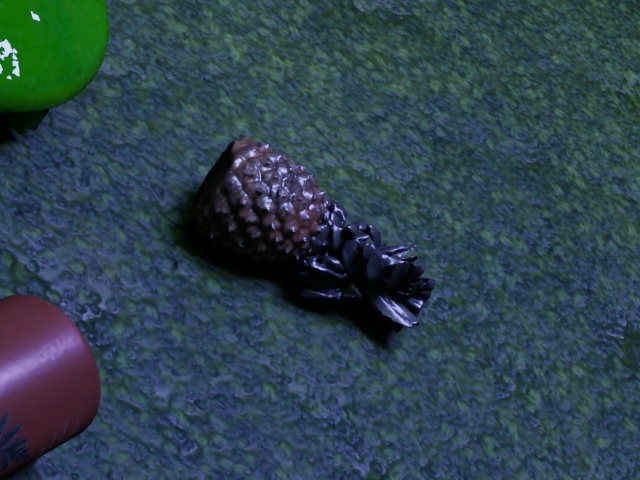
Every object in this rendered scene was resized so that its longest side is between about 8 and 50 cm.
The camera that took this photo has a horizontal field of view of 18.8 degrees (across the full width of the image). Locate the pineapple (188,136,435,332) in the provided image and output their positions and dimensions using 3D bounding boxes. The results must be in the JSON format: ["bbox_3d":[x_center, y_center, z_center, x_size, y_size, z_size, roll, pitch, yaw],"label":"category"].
[{"bbox_3d":[0.000,0.000,1.190,0.159,0.074,0.074,32,37,-13],"label":"pineapple"}]

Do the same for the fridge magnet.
[{"bbox_3d":[-0.223,-0.151,1.144,0.208,0.088,0.208,23,40,-21],"label":"fridge magnet"}]

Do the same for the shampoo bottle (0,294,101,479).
[{"bbox_3d":[-0.207,0.102,0.900,0.085,0.085,0.244,46,39,10],"label":"shampoo bottle"}]
